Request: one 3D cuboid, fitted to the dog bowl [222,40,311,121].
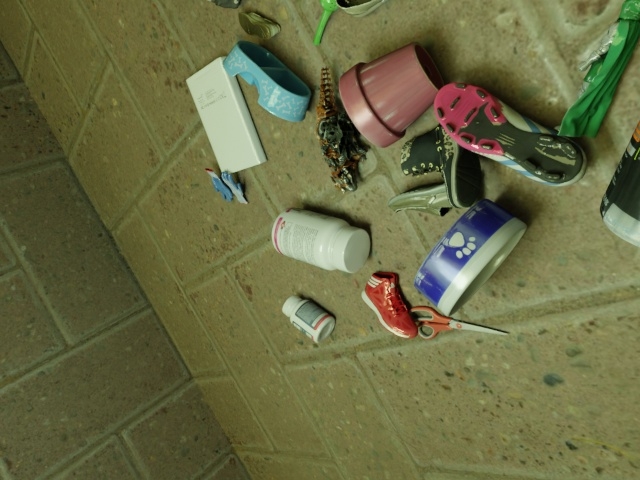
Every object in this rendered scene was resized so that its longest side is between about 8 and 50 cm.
[{"bbox_3d":[-0.144,-0.457,1.328,0.297,0.166,0.074,46,126,15],"label":"dog bowl"}]

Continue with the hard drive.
[{"bbox_3d":[-0.325,-0.414,1.612,0.233,0.047,0.353,-6,108,47],"label":"hard drive"}]

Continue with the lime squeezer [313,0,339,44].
[{"bbox_3d":[0.022,-0.630,1.136,0.110,0.059,0.310,-105,15,-56],"label":"lime squeezer"}]

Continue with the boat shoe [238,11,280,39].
[{"bbox_3d":[-0.179,-0.623,1.352,0.153,0.048,0.056,35,146,34],"label":"boat shoe"}]

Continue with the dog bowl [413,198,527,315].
[{"bbox_3d":[0.335,0.039,1.059,0.104,0.265,0.265,42,136,22],"label":"dog bowl"}]

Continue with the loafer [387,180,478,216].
[{"bbox_3d":[0.277,-0.095,1.166,0.251,0.094,0.087,-9,102,47],"label":"loafer"}]

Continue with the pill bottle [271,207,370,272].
[{"bbox_3d":[0.000,0.000,1.447,0.283,0.160,0.160,17,124,38],"label":"pill bottle"}]

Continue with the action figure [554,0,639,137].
[{"bbox_3d":[0.497,-0.300,0.827,0.063,0.137,0.232,41,129,38],"label":"action figure"}]

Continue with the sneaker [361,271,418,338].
[{"bbox_3d":[0.212,0.181,1.388,0.221,0.087,0.128,40,136,30],"label":"sneaker"}]

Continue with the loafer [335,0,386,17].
[{"bbox_3d":[0.134,-0.575,1.024,0.268,0.092,0.102,-22,98,50],"label":"loafer"}]

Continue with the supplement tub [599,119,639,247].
[{"bbox_3d":[0.602,-0.152,0.724,0.207,0.207,0.338,29,132,30],"label":"supplement tub"}]

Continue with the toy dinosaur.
[{"bbox_3d":[0.045,-0.282,1.256,0.322,0.164,0.218,54,161,-27],"label":"toy dinosaur"}]

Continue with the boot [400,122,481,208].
[{"bbox_3d":[0.271,-0.165,1.083,0.178,0.085,0.236,-22,60,52],"label":"boot"}]

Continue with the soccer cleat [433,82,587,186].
[{"bbox_3d":[0.380,-0.209,0.963,0.331,0.143,0.116,41,110,25],"label":"soccer cleat"}]

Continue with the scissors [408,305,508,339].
[{"bbox_3d":[0.371,0.228,1.319,0.297,0.021,0.109,-15,99,50],"label":"scissors"}]

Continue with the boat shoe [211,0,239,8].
[{"bbox_3d":[-0.216,-0.786,1.266,0.335,0.095,0.112,-49,41,44],"label":"boat shoe"}]

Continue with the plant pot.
[{"bbox_3d":[0.171,-0.341,1.068,0.180,0.201,0.201,-28,92,33],"label":"plant pot"}]

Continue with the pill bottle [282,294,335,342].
[{"bbox_3d":[-0.046,0.277,1.698,0.180,0.108,0.108,33,133,27],"label":"pill bottle"}]

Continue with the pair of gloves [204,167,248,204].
[{"bbox_3d":[-0.347,-0.198,1.740,0.198,0.023,0.159,18,148,42],"label":"pair of gloves"}]
